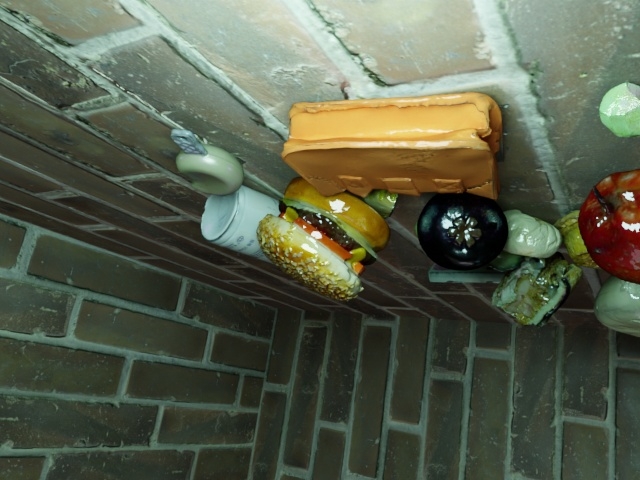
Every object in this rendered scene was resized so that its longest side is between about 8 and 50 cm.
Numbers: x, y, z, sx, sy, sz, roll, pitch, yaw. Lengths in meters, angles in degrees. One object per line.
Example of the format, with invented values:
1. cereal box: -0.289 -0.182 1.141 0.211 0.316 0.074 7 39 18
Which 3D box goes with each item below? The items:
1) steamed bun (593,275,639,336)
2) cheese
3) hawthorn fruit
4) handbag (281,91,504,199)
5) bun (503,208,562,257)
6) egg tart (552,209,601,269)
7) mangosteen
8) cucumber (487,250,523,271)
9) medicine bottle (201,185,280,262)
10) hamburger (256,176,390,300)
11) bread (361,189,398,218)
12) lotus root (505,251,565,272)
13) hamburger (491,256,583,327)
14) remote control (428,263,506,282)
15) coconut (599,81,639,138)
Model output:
1. steamed bun: 1.034 0.175 1.639 0.334 0.232 0.312 18 166 -3
2. cheese: -0.291 -0.198 1.307 0.163 0.082 0.286 4 161 14
3. hawthorn fruit: 0.649 -0.043 1.068 0.300 0.254 0.254 31 156 -26
4. handbag: 0.153 -0.178 1.078 0.410 0.116 0.303 3 167 22
5. bun: 0.535 -0.022 1.396 0.164 0.110 0.188 -1 -164 -35
6. egg tart: 0.748 -0.002 1.385 0.289 0.118 0.288 11 162 4
7. mangosteen: 0.350 -0.030 1.333 0.243 0.242 0.243 8 165 2
8. cucumber: 0.496 0.039 1.470 0.117 0.062 0.115 11 -162 12
9. medicine bottle: -0.170 -0.037 1.603 0.332 0.189 0.190 22 160 -39
10. hamburger: 0.000 0.000 1.415 0.330 0.250 0.330 28 168 6
11. bread: 0.152 -0.107 1.381 0.095 0.082 0.157 15 167 6
12. lotus root: 0.665 0.050 1.662 0.108 0.094 0.191 -6 170 -46
13. hamburger: 0.622 0.116 1.526 0.168 0.192 0.288 31 142 15
14. remote control: 0.557 0.106 1.863 0.344 0.050 0.145 -2 -162 34
15. coconut: 0.496 -0.204 0.847 0.083 0.082 0.081 -29 141 27
